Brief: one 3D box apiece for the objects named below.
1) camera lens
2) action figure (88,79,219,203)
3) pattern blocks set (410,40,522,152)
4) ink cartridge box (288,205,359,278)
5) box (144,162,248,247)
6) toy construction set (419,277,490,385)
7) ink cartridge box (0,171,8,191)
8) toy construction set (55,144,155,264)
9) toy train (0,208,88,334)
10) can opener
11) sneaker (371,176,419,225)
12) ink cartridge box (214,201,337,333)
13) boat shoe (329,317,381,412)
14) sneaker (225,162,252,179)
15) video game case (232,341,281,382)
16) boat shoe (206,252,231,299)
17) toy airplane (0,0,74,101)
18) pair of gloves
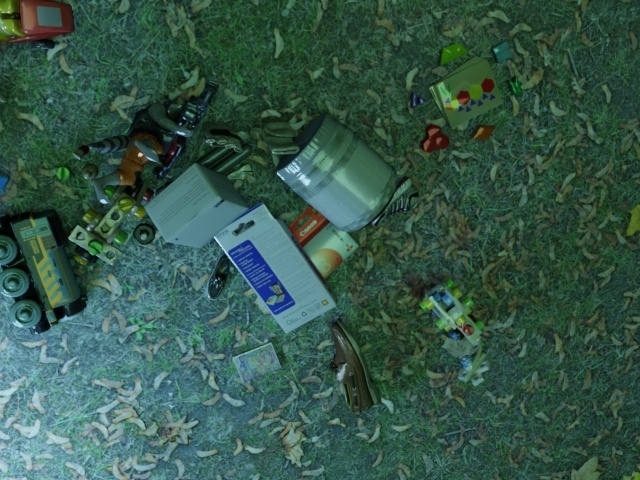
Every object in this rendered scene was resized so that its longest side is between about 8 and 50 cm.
[{"bbox_3d":[0.050,-0.173,1.760,0.274,0.219,0.219,40,93,-17],"label":"camera lens"},{"bbox_3d":[-0.399,-0.271,1.599,0.179,0.330,0.341,33,122,-13],"label":"action figure"},{"bbox_3d":[0.408,-0.413,1.873,0.325,0.026,0.285,-19,107,-6],"label":"pattern blocks set"},{"bbox_3d":[0.000,0.000,1.886,0.145,0.045,0.179,-43,110,1],"label":"ink cartridge box"},{"bbox_3d":[-0.313,-0.084,1.702,0.181,0.182,0.119,-38,74,10],"label":"box"},{"bbox_3d":[0.406,0.251,1.936,0.151,0.215,0.327,-27,107,-3],"label":"toy construction set"},{"bbox_3d":[-0.889,-0.095,1.638,0.134,0.078,0.231,33,96,20],"label":"ink cartridge box"},{"bbox_3d":[-0.545,-0.080,1.656,0.258,0.237,0.308,-27,107,-4],"label":"toy construction set"},{"bbox_3d":[-0.732,0.076,1.717,0.190,0.142,0.333,-19,107,-16],"label":"toy train"},{"bbox_3d":[-0.305,-0.180,1.762,0.280,0.093,0.074,-36,107,-6],"label":"can opener"},{"bbox_3d":[0.216,-0.097,1.893,0.075,0.063,0.170,42,88,-11],"label":"sneaker"},{"bbox_3d":[-0.123,0.073,1.848,0.176,0.069,0.370,-30,110,14],"label":"ink cartridge box"},{"bbox_3d":[0.082,0.378,1.958,0.105,0.111,0.307,-25,107,-5],"label":"boat shoe"},{"bbox_3d":[-0.223,-0.175,1.804,0.083,0.032,0.036,-29,107,-3],"label":"sneaker"},{"bbox_3d":[-0.186,0.357,1.952,0.122,0.011,0.087,-21,107,-5],"label":"video game case"},{"bbox_3d":[-0.283,0.103,1.855,0.049,0.040,0.142,17,99,-15],"label":"boat shoe"},{"bbox_3d":[-0.811,-0.502,1.483,0.384,0.272,0.386,-45,108,3],"label":"toy airplane"},{"bbox_3d":[-0.180,-0.273,1.700,0.240,0.204,0.042,0,117,-11],"label":"pair of gloves"}]
